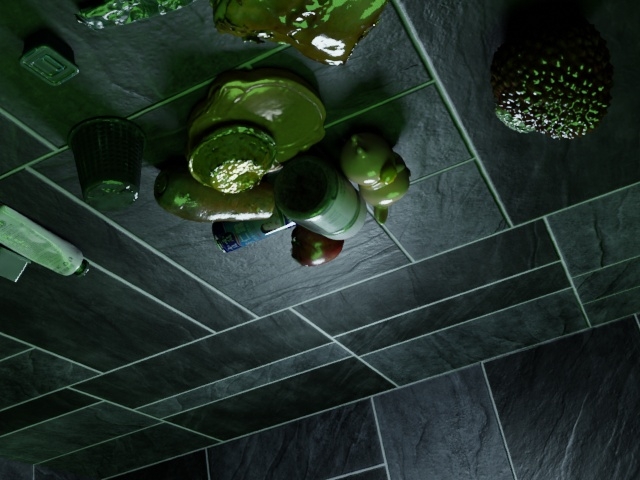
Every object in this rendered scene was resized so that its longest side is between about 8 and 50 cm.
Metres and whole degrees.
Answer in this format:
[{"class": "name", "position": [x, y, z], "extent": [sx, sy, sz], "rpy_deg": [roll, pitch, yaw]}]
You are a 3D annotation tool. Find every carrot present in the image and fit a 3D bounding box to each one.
[{"class": "carrot", "position": [-0.258, -0.106, 1.951], "extent": [0.302, 0.138, 0.139], "rpy_deg": [8, 146, -31]}]

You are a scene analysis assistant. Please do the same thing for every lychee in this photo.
[{"class": "lychee", "position": [0.499, -0.336, 1.681], "extent": [0.272, 0.271, 0.271], "rpy_deg": [-9, 151, -5]}]

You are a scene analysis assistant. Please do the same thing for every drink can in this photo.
[{"class": "drink can", "position": [-0.166, -0.049, 2.120], "extent": [0.235, 0.097, 0.097], "rpy_deg": [-20, 150, 18]}]

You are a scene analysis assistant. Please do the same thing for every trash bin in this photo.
[{"class": "trash bin", "position": [-0.466, -0.160, 1.752], "extent": [0.176, 0.161, 0.175], "rpy_deg": [-9, 149, -5]}]

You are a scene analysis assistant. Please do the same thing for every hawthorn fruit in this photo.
[{"class": "hawthorn fruit", "position": [0.000, 0.000, 2.222], "extent": [0.172, 0.148, 0.148], "rpy_deg": [-4, 151, -31]}]

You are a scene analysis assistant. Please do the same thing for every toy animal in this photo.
[{"class": "toy animal", "position": [0.135, -0.173, 1.948], "extent": [0.149, 0.165, 0.248], "rpy_deg": [-14, 145, 14]}]

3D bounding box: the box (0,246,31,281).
[{"class": "box", "position": [-0.825, 0.056, 2.061], "extent": [0.084, 0.069, 0.122], "rpy_deg": [15, 166, 35]}]

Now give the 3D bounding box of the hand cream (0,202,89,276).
[{"class": "hand cream", "position": [-0.738, 0.004, 2.054], "extent": [0.121, 0.076, 0.336], "rpy_deg": [-29, 140, 19]}]

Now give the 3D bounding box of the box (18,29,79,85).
[{"class": "box", "position": [-0.514, -0.349, 1.507], "extent": [0.074, 0.054, 0.099], "rpy_deg": [-22, 149, 22]}]

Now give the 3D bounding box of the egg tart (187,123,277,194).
[{"class": "egg tart", "position": [-0.194, -0.171, 1.792], "extent": [0.213, 0.090, 0.212], "rpy_deg": [-12, 151, -7]}]

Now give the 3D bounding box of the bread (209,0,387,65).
[{"class": "bread", "position": [-0.009, -0.443, 1.405], "extent": [0.325, 0.167, 0.277], "rpy_deg": [2, 148, -25]}]

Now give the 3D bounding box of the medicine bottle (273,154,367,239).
[{"class": "medicine bottle", "position": [0.006, -0.100, 1.980], "extent": [0.165, 0.165, 0.273], "rpy_deg": [-20, 163, 16]}]

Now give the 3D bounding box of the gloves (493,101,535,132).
[{"class": "gloves", "position": [0.492, -0.304, 1.927], "extent": [0.114, 0.070, 0.153], "rpy_deg": [-32, 147, 32]}]

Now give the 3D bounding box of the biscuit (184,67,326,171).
[{"class": "biscuit", "position": [-0.147, -0.253, 1.807], "extent": [0.312, 0.057, 0.351], "rpy_deg": [14, 142, -36]}]

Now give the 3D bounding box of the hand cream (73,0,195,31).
[{"class": "hand cream", "position": [-0.319, -0.428, 1.438], "extent": [0.248, 0.052, 0.075], "rpy_deg": [-17, 150, 10]}]
